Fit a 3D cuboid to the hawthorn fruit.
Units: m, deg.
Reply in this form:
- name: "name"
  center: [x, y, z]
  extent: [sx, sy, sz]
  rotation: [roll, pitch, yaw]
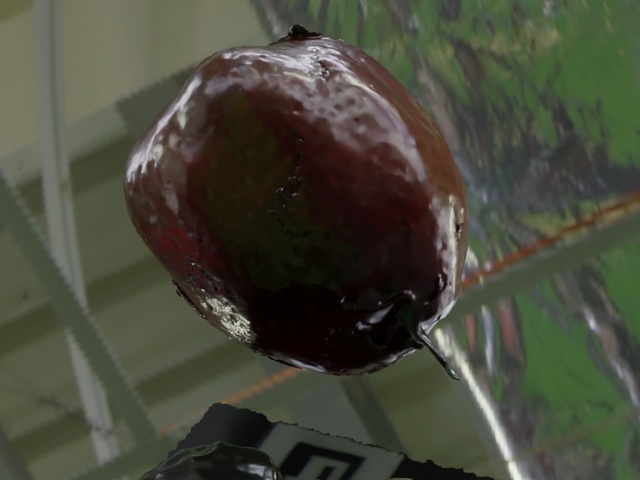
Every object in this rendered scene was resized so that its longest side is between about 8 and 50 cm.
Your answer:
- name: "hawthorn fruit"
  center: [0.000, 0.000, 1.076]
  extent: [0.181, 0.181, 0.235]
  rotation: [-44, -117, 16]

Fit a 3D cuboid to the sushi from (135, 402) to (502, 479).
- name: "sushi"
  center: [0.005, 0.171, 0.920]
  extent: [0.373, 0.296, 0.100]
  rotation: [12, -47, 32]
